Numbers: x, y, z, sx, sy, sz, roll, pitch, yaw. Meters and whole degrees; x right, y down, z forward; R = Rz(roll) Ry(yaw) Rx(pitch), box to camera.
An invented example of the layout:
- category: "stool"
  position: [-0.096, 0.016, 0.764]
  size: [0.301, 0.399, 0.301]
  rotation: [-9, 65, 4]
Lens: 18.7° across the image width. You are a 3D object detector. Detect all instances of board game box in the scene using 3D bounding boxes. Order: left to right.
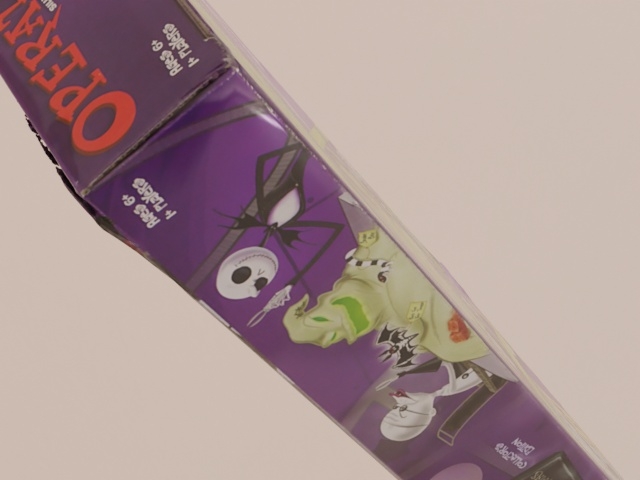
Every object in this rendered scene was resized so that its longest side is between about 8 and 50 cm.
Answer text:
- category: "board game box"
  position: [0.000, 0.000, 0.568]
  size: [0.056, 0.347, 0.208]
  rotation: [-38, -131, 6]
